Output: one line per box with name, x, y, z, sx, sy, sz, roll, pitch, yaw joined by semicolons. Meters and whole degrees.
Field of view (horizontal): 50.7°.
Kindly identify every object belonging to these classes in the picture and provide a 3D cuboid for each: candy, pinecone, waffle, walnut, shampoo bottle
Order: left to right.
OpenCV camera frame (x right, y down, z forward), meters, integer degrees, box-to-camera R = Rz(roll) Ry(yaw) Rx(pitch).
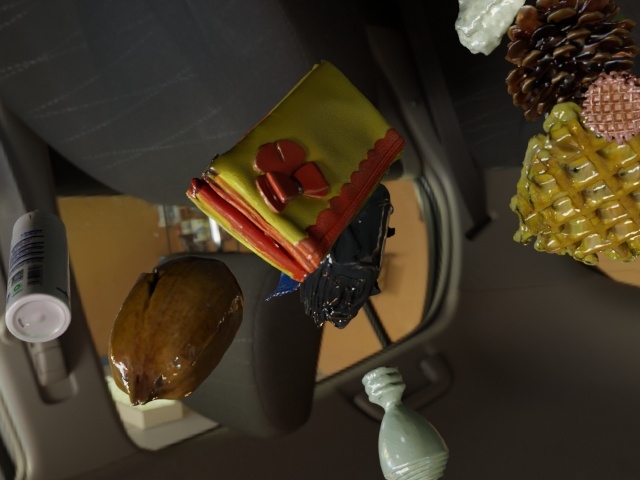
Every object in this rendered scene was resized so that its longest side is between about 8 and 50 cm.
shampoo bottle;-0.454;0.036;1.093;0.092;0.092;0.303;-9;-147;-17
walnut;-0.251;0.155;1.152;0.208;0.209;0.336;-6;-150;16
candy;0.000;0.000;1.521;0.331;0.077;0.187;-57;-168;-32
pinecone;0.454;-0.321;1.246;0.264;0.264;0.264;-7;-176;1
waffle;0.333;-0.150;0.762;0.029;0.083;0.075;-30;-119;-32
waffle;0.420;-0.080;0.924;0.301;0.325;0.068;3;-132;-3

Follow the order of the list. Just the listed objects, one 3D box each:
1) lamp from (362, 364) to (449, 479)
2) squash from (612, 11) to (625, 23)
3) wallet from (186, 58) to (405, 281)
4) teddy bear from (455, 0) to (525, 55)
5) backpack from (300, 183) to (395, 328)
lamp;0.126;0.288;1.036;0.106;0.193;0.106;-18;157;-8
squash;0.613;-0.454;1.555;0.370;0.118;0.118;-36;-162;-27
wallet;-0.005;-0.079;0.664;0.067;0.141;0.241;-42;-171;46
teddy bear;0.132;-0.476;0.839;0.362;0.328;0.375;16;148;-7
backpack;0.029;0.028;0.978;0.133;0.206;0.258;12;146;-5
